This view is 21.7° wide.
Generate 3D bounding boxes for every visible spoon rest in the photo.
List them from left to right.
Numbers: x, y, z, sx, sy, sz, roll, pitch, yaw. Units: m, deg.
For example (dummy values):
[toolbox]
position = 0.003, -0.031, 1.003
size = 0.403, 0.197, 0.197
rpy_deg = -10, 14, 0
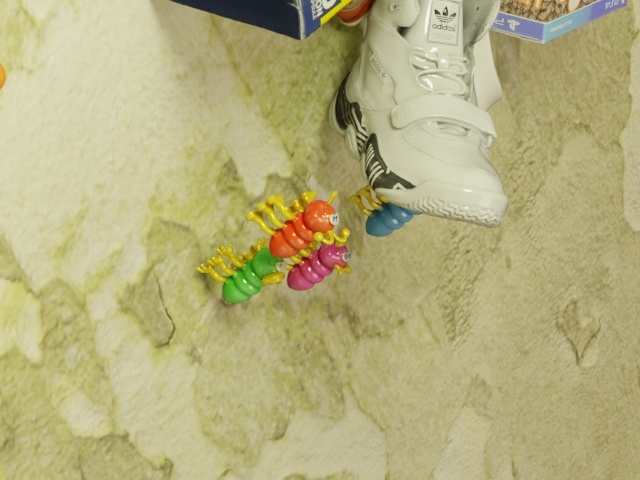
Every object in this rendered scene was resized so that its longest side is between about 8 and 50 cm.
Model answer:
[spoon rest]
position = 0.165, -0.228, 2.056
size = 0.137, 0.084, 0.276
rpy_deg = -46, 149, 0

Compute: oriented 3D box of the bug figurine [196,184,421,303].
[bug figurine]
position = 0.000, 0.000, 1.847
size = 0.216, 0.072, 0.279
rpy_deg = -36, 166, 33

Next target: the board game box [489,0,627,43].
[board game box]
position = 0.291, -0.424, 2.097
size = 0.232, 0.141, 0.291
rpy_deg = -29, 130, -48

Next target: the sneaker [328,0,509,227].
[sneaker]
position = 0.120, -0.163, 1.794
size = 0.137, 0.366, 0.210
rpy_deg = 10, 110, -22

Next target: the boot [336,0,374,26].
[boot]
position = 0.052, -0.317, 1.879
size = 0.158, 0.059, 0.084
rpy_deg = -64, 163, -12

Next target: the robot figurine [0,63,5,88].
[robot figurine]
position = -0.341, -0.116, 1.295
size = 0.158, 0.128, 0.219
rpy_deg = -52, 146, -27

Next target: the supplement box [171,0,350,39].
[supplement box]
position = 0.003, -0.380, 1.616
size = 0.356, 0.195, 0.194
rpy_deg = -44, 141, -36
